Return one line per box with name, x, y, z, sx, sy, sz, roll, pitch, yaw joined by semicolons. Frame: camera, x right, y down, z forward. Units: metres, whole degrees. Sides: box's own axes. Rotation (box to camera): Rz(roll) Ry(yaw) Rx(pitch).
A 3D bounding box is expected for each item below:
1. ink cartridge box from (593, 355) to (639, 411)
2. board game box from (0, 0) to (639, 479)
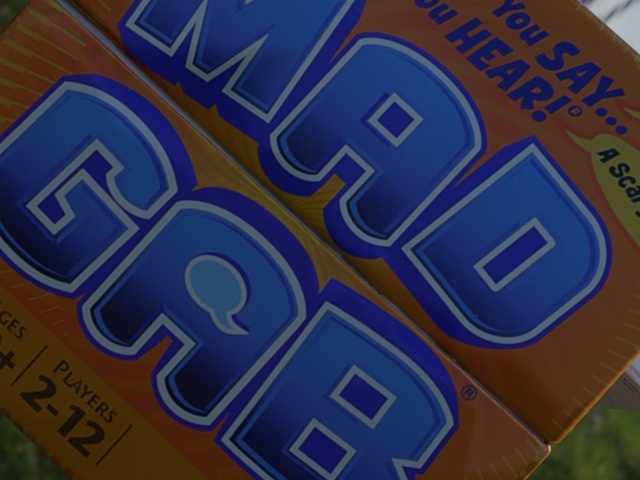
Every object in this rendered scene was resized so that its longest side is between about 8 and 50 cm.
ink cartridge box;0.234;0.027;1.599;0.115;0.198;0.273;44;-16;-16
board game box;0.000;0.000;1.161;0.356;0.356;0.356;42;-1;6
